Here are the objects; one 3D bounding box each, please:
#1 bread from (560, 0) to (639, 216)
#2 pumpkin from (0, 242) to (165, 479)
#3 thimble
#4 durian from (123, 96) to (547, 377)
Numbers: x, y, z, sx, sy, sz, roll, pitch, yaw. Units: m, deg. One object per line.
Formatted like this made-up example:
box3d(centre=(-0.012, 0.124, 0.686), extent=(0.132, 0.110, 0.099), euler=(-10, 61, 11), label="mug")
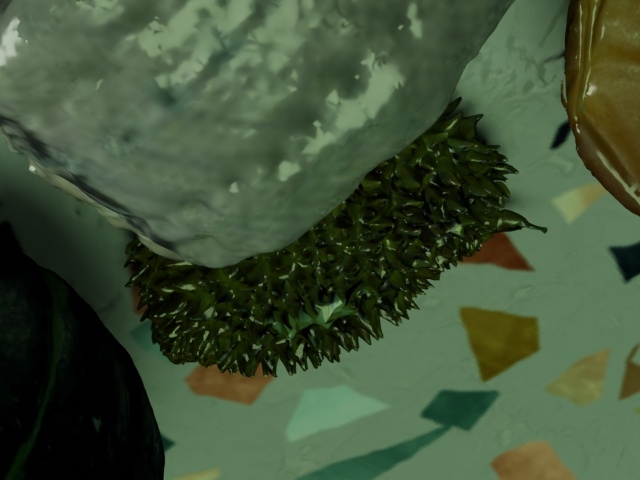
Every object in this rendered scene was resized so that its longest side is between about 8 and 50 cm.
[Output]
box3d(centre=(0.208, -0.099, 0.757), extent=(0.199, 0.104, 0.199), euler=(10, 120, 18), label="bread")
box3d(centre=(-0.229, 0.106, 0.822), extent=(0.315, 0.238, 0.315), euler=(7, 141, 6), label="pumpkin")
box3d(centre=(-0.036, -0.122, 0.656), extent=(0.157, 0.217, 0.245), euler=(36, 86, -25), label="thimble")
box3d(centre=(0.000, 0.003, 0.848), extent=(0.220, 0.095, 0.137), euler=(-24, 128, 5), label="durian")
